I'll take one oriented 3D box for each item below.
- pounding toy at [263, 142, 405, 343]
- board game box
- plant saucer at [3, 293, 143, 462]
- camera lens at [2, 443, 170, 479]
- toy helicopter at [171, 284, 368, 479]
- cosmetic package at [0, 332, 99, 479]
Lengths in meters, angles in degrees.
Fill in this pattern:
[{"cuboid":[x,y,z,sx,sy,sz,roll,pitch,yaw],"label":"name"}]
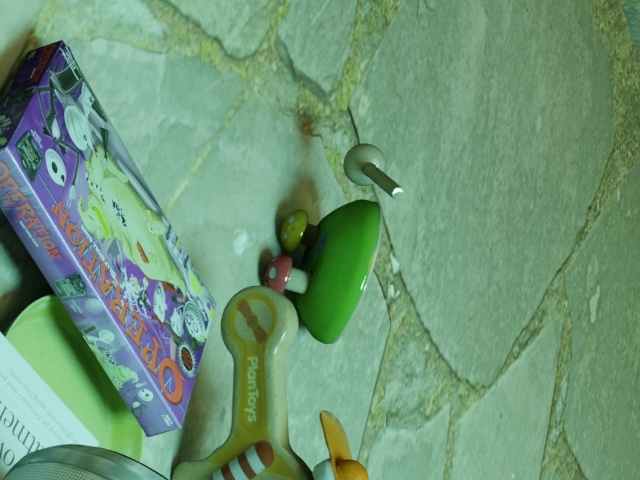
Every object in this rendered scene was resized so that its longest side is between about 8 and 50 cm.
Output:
[{"cuboid":[0.000,0.000,2.080,0.183,0.110,0.237,-106,-143,-69],"label":"pounding toy"},{"cuboid":[-0.212,-0.001,1.702,0.347,0.056,0.208,62,26,-29],"label":"board game box"},{"cuboid":[-0.250,0.172,1.646,0.241,0.037,0.241,23,63,-59],"label":"plant saucer"},{"cuboid":[-0.203,0.306,1.291,0.274,0.219,0.219,-52,129,-41],"label":"camera lens"},{"cuboid":[-0.049,0.220,1.803,0.140,0.235,0.355,23,62,-58],"label":"toy helicopter"},{"cuboid":[-0.355,0.166,1.345,0.377,0.097,0.284,56,48,-40],"label":"cosmetic package"}]
